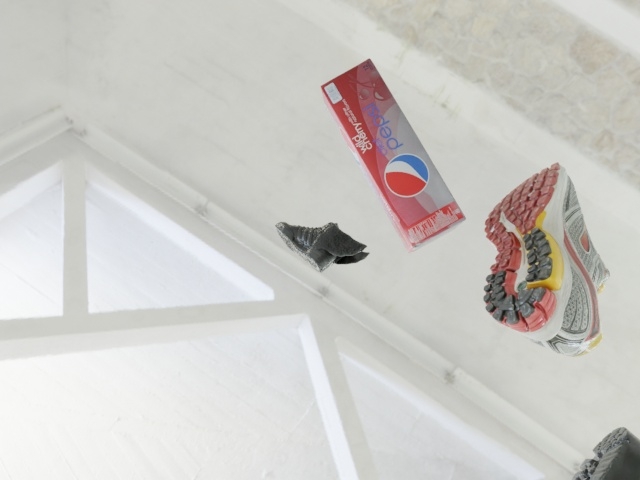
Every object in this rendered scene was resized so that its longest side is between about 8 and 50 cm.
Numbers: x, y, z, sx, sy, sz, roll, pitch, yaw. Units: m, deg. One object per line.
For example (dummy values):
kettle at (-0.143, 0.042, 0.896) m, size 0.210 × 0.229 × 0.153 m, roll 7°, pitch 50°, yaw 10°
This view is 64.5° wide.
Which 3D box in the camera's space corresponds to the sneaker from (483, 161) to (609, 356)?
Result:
sneaker at (0.212, 0.013, 0.476) m, size 0.092 × 0.088 × 0.225 m, roll 37°, pitch -133°, yaw -12°

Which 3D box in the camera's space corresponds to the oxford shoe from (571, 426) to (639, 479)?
oxford shoe at (0.170, 0.234, 0.306) m, size 0.096 × 0.083 × 0.227 m, roll 38°, pitch -105°, yaw 20°

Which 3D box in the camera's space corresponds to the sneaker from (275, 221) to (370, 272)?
sneaker at (-0.001, -0.002, 0.907) m, size 0.089 × 0.051 × 0.170 m, roll -39°, pitch -128°, yaw -15°

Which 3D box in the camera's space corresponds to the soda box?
soda box at (0.099, -0.116, 0.725) m, size 0.083 × 0.092 × 0.263 m, roll -29°, pitch -98°, yaw 2°
